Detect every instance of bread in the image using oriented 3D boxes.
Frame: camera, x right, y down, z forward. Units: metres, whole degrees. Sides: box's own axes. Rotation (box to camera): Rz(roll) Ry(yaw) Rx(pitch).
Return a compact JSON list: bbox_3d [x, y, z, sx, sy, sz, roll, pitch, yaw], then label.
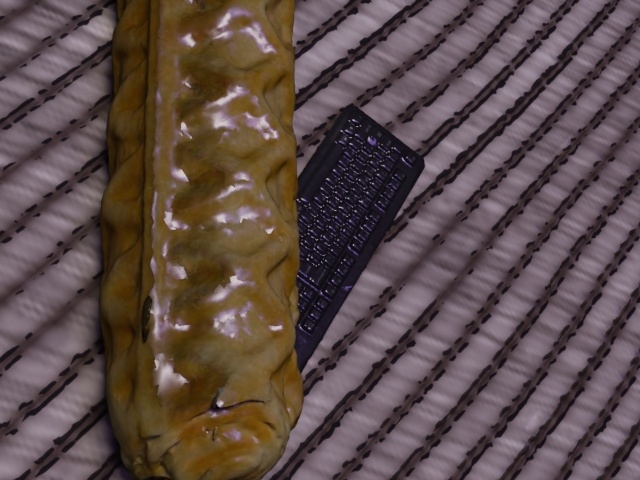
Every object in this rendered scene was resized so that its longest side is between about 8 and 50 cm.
[{"bbox_3d":[-0.052,-0.070,0.510,0.077,0.084,0.368,16,61,-36],"label":"bread"}]

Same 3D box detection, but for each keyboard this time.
[{"bbox_3d":[0.000,0.000,0.546,0.053,0.010,0.155,36,58,-8],"label":"keyboard"}]
